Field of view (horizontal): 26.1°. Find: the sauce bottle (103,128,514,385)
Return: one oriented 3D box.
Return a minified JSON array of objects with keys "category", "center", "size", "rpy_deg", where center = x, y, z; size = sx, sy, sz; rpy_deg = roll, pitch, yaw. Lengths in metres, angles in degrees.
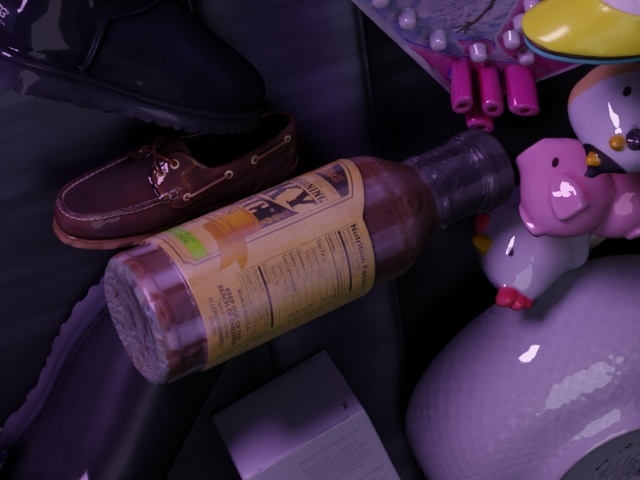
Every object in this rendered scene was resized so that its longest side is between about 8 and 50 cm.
[{"category":"sauce bottle","center":[0.000,0.000,1.093],"size":[0.344,0.111,0.111],"rpy_deg":[-24,133,-27]}]

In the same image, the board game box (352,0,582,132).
[{"category":"board game box","center":[0.193,-0.224,0.963],"size":[0.390,0.050,0.390],"rpy_deg":[-19,152,26]}]

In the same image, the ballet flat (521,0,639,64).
[{"category":"ballet flat","center":[0.253,-0.169,0.962],"size":[0.231,0.077,0.077],"rpy_deg":[-1,133,-15]}]

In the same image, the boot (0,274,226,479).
[{"category":"boot","center":[-0.111,0.259,1.063],"size":[0.146,0.445,0.367],"rpy_deg":[24,110,-39]}]

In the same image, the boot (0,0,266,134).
[{"category":"boot","center":[-0.105,-0.190,0.965],"size":[0.246,0.094,0.207],"rpy_deg":[8,115,-41]}]

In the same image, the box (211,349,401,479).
[{"category":"box","center":[-0.006,0.213,1.328],"size":[0.130,0.091,0.170],"rpy_deg":[-30,133,-5]}]

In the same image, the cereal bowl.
[{"category":"cereal bowl","center":[0.262,0.178,1.380],"size":[0.339,0.141,0.339],"rpy_deg":[-16,139,-14]}]

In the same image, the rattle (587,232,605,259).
[{"category":"rattle","center":[0.289,-0.009,1.295],"size":[0.130,0.142,0.200],"rpy_deg":[14,112,-56]}]

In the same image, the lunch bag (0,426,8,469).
[{"category":"lunch bag","center":[-0.416,0.183,1.015],"size":[0.305,0.212,0.256],"rpy_deg":[-34,150,0]}]

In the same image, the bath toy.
[{"category":"bath toy","center":[0.230,-0.046,1.144],"size":[0.151,0.129,0.348],"rpy_deg":[35,145,-8]}]

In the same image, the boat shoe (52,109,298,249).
[{"category":"boat shoe","center":[-0.112,-0.055,1.080],"size":[0.207,0.073,0.073],"rpy_deg":[-20,144,-27]}]
